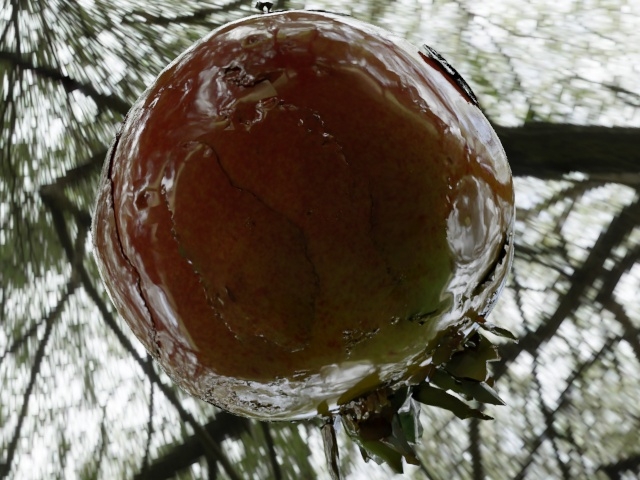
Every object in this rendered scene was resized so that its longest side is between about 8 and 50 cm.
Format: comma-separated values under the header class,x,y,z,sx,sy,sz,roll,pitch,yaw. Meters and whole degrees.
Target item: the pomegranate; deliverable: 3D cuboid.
class,x,y,z,sx,sy,sz,roll,pitch,yaw
pomegranate,0.000,0.000,0.843,0.210,0.210,0.235,-31,-92,-4
